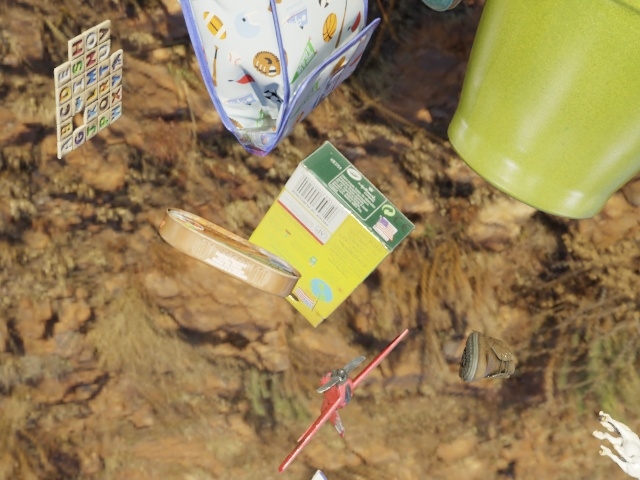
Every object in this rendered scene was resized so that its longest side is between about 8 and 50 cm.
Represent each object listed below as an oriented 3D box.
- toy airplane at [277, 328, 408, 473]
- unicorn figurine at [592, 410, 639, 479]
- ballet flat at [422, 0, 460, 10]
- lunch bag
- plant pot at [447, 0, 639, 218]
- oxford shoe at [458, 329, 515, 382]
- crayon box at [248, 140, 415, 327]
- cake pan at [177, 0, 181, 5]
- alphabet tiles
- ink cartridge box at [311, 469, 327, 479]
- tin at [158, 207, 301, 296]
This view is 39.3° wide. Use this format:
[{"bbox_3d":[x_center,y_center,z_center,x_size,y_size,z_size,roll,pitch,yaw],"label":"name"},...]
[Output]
[{"bbox_3d":[0.013,0.126,0.711,0.151,0.028,0.151,-46,162,-19],"label":"toy airplane"},{"bbox_3d":[0.493,0.351,1.441,0.111,0.162,0.060,35,134,-15],"label":"unicorn figurine"},{"bbox_3d":[0.194,-0.498,1.444,0.123,0.123,0.348,-22,158,9],"label":"ballet flat"},{"bbox_3d":[-0.058,-0.388,1.604,0.239,0.328,0.385,15,133,28],"label":"lunch bag"},{"bbox_3d":[0.344,-0.230,1.151,0.366,0.366,0.353,6,125,-33],"label":"plant pot"},{"bbox_3d":[0.301,0.209,1.597,0.096,0.083,0.227,18,-170,15],"label":"oxford shoe"},{"bbox_3d":[0.000,0.000,1.523,0.081,0.202,0.318,-43,176,-37],"label":"crayon box"},{"bbox_3d":[-0.246,-0.537,1.826,0.054,0.293,0.293,-47,152,-13],"label":"cake pan"},{"bbox_3d":[-0.444,-0.298,1.731,0.009,0.198,0.237,24,131,15],"label":"alphabet tiles"},{"bbox_3d":[-0.034,0.576,1.353,0.071,0.330,0.324,-7,121,43],"label":"ink cartridge box"},{"bbox_3d":[-0.114,0.016,1.129,0.189,0.106,0.040,27,93,-11],"label":"tin"}]
